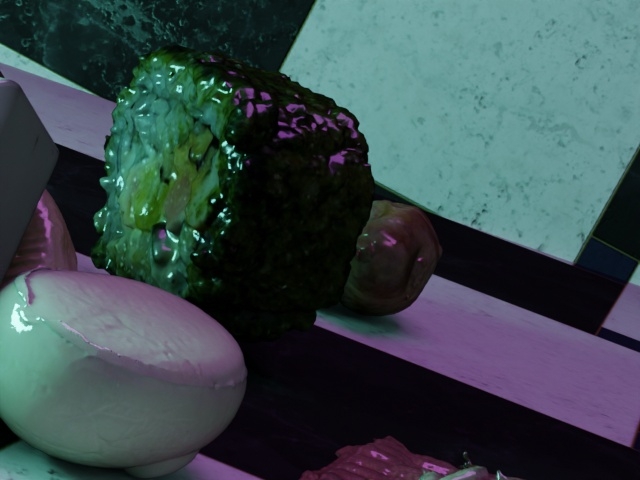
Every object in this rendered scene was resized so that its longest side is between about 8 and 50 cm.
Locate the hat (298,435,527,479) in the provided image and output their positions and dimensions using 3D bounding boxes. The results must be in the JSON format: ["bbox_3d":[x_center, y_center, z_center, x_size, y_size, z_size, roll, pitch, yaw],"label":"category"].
[{"bbox_3d":[0.115,0.221,1.486,0.286,0.107,0.236,18,18,23],"label":"hat"}]

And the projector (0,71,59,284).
[{"bbox_3d":[-0.335,-0.042,1.526,0.177,0.242,0.163,15,-22,16],"label":"projector"}]

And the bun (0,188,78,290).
[{"bbox_3d":[-0.309,0.030,1.646,0.193,0.128,0.178,-19,60,-7],"label":"bun"}]

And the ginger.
[{"bbox_3d":[0.000,0.000,2.370,0.304,0.155,0.244,18,11,-10],"label":"ginger"}]

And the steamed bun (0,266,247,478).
[{"bbox_3d":[-0.167,0.110,1.488,0.228,0.131,0.177,10,23,-49],"label":"steamed bun"}]

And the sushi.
[{"bbox_3d":[-0.106,-0.041,1.983,0.178,0.294,0.352,10,11,-30],"label":"sushi"}]
